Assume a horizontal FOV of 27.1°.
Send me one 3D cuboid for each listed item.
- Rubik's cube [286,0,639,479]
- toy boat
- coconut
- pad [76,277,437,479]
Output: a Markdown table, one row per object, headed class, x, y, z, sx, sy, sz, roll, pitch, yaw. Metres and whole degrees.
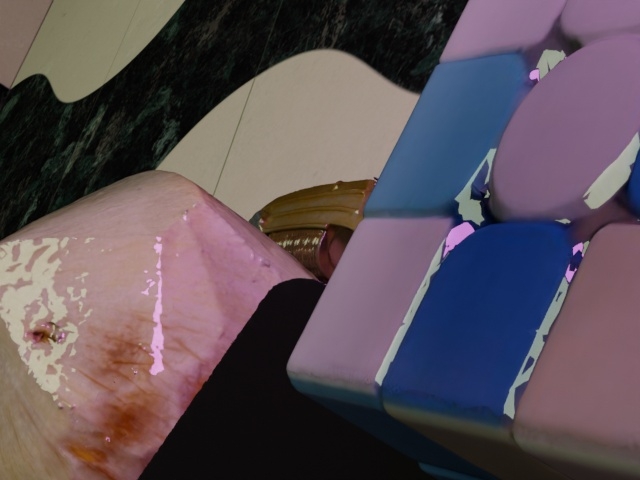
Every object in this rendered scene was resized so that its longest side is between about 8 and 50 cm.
| class | x | y | z | sx | sy | sz | roll | pitch | yaw |
| --- | --- | --- | --- | --- | --- | --- | --- | --- | --- |
| Rubik's cube | 0.250 | 0.023 | 0.756 | 0.347 | 0.344 | 0.346 | -1 | 60 | 61 |
| toy boat | 0.000 | 0.000 | 1.493 | 0.310 | 0.089 | 0.115 | -4 | 58 | 57 |
| coconut | -0.183 | 0.131 | 1.287 | 0.345 | 0.415 | 0.415 | -24 | 40 | 45 |
| pad | -0.030 | 0.182 | 1.074 | 0.375 | 0.315 | 0.063 | -54 | -4 | 33 |
